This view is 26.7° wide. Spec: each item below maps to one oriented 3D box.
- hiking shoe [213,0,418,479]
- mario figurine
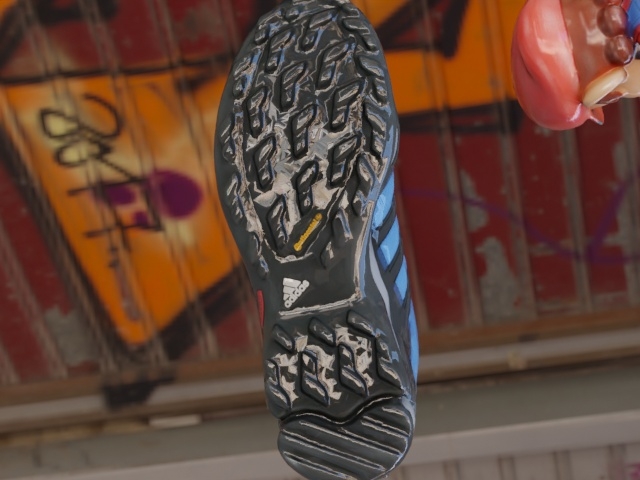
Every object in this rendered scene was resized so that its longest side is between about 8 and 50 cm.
[{"bbox_3d":[0.000,0.000,0.844,0.132,0.113,0.304,46,40,-80],"label":"hiking shoe"},{"bbox_3d":[0.299,-0.181,1.085,0.170,0.320,0.198,54,37,-11],"label":"mario figurine"}]
